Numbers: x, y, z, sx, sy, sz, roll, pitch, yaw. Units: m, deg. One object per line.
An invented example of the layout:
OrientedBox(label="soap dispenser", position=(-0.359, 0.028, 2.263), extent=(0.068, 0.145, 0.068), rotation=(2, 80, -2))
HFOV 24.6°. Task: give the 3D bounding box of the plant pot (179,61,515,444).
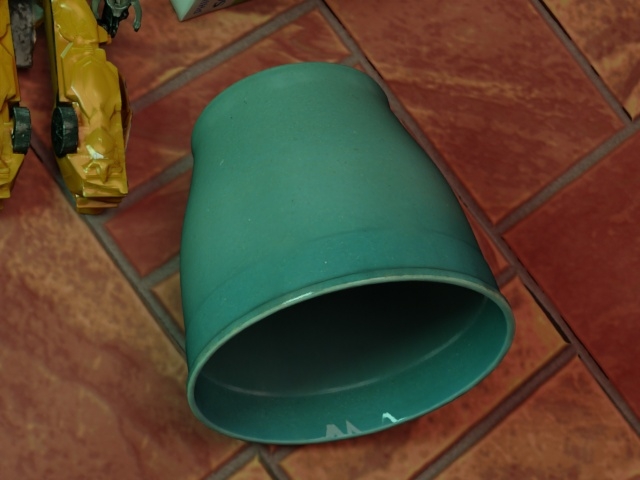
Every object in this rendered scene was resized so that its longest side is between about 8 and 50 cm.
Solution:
OrientedBox(label="plant pot", position=(0.000, 0.000, 1.252), extent=(0.271, 0.272, 0.255), rotation=(1, 55, -23))

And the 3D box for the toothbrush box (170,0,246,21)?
OrientedBox(label="toothbrush box", position=(-0.009, -0.337, 1.392), extent=(0.283, 0.206, 0.122), rotation=(-24, 82, -28))

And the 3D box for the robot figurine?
OrientedBox(label="robot figurine", position=(-0.259, -0.167, 1.289), extent=(0.211, 0.085, 0.291), rotation=(-1, 72, -24))
